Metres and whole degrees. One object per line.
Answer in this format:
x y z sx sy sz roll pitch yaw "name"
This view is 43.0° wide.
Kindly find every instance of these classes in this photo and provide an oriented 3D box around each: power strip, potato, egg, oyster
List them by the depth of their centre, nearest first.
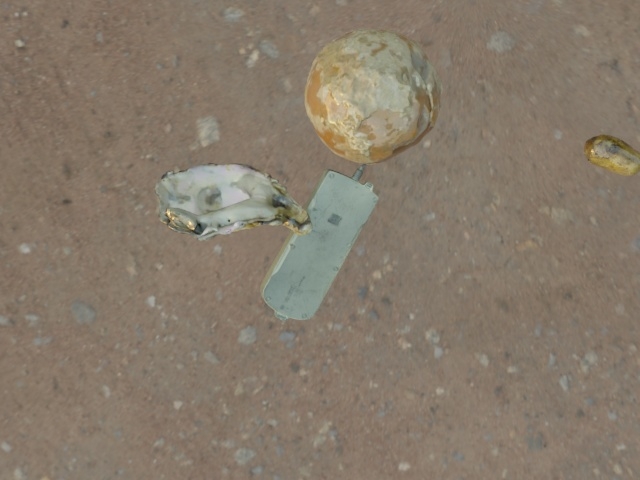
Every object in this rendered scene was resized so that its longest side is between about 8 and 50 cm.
-0.104 -0.034 1.006 0.191 0.163 0.081 19 129 25 "oyster"
0.000 0.000 1.044 0.080 0.029 0.226 28 95 -18 "power strip"
0.397 -0.115 1.099 0.083 0.051 0.040 24 76 -1 "potato"
0.073 -0.205 1.149 0.195 0.233 0.194 -1 106 -2 "egg"
